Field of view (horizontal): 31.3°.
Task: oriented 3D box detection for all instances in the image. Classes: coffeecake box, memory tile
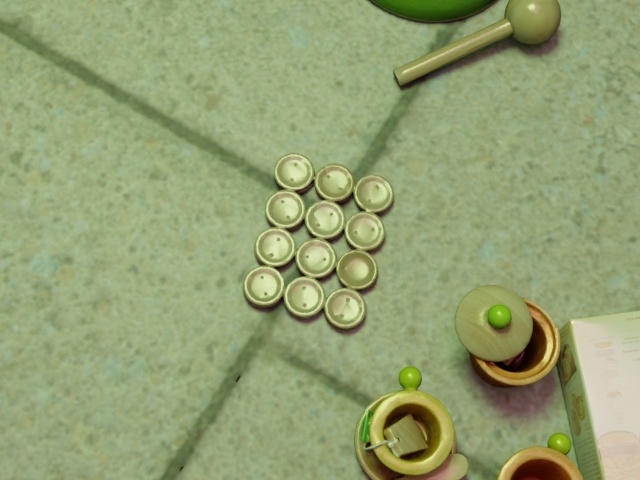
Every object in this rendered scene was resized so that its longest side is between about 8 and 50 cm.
[{"bbox_3d":[0.284,0.152,0.944,0.142,0.068,0.185,-7,72,-5],"label":"coffeecake box"},{"bbox_3d":[0.000,0.000,1.009,0.113,0.012,0.148,14,71,2],"label":"memory tile"}]

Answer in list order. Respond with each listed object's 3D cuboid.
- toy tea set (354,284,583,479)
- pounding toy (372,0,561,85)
[{"bbox_3d":[0.126,0.198,0.892,0.200,0.124,0.336,-5,72,-4],"label":"toy tea set"},{"bbox_3d":[0.116,-0.285,1.056,0.183,0.110,0.237,-17,73,-8],"label":"pounding toy"}]
